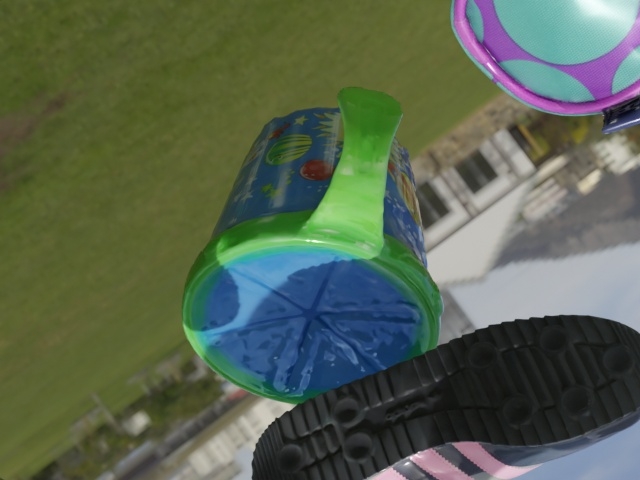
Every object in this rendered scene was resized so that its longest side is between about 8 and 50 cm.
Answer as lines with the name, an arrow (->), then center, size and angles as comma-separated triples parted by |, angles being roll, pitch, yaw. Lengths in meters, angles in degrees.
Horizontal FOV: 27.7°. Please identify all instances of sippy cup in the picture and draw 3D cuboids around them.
sippy cup -> 0.000, 0.000, 1.225 | 0.305, 0.240, 0.224 | -27, -143, 31

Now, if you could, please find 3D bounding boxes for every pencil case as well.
pencil case -> 0.093, -0.093, 0.403 | 0.070, 0.064, 0.152 | -9, -155, 28

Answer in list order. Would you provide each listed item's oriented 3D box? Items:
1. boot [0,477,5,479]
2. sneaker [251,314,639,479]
boot -> -0.216, 0.222, 0.931 | 0.161, 0.246, 0.083 | 19, -121, 44
sneaker -> 0.112, 0.150, 1.016 | 0.319, 0.112, 0.131 | -17, 147, 13
